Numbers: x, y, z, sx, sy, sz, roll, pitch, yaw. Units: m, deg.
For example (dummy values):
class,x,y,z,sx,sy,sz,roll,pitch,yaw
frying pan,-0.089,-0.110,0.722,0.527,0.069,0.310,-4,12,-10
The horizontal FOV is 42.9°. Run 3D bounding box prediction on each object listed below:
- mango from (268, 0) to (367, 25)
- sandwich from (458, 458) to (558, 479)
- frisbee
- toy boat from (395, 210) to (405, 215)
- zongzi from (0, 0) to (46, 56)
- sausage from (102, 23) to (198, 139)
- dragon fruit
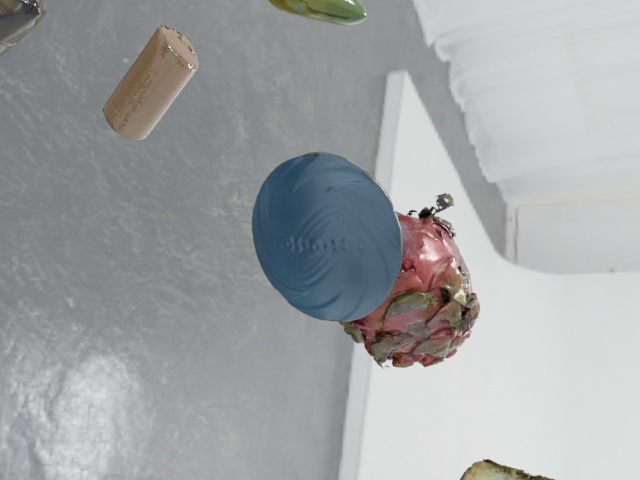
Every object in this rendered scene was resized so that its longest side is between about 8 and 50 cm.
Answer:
class,x,y,z,sx,sy,sz,roll,pitch,yaw
mango,-0.013,-0.553,1.885,0.237,0.137,0.091,12,106,-26
sandwich,0.195,0.290,0.562,0.271,0.301,0.099,-39,126,-46
frisbee,-0.002,0.001,1.332,0.049,0.289,0.290,-26,111,-55
toy boat,0.158,-0.035,1.819,0.291,0.210,0.070,-152,-100,-76
zongzi,-0.607,-0.375,1.215,0.300,0.286,0.138,48,14,-32
sausage,-0.374,-0.352,1.824,0.123,0.253,0.123,32,31,-22
dragon fruit,0.163,0.093,1.476,0.291,0.250,0.269,51,28,-42
